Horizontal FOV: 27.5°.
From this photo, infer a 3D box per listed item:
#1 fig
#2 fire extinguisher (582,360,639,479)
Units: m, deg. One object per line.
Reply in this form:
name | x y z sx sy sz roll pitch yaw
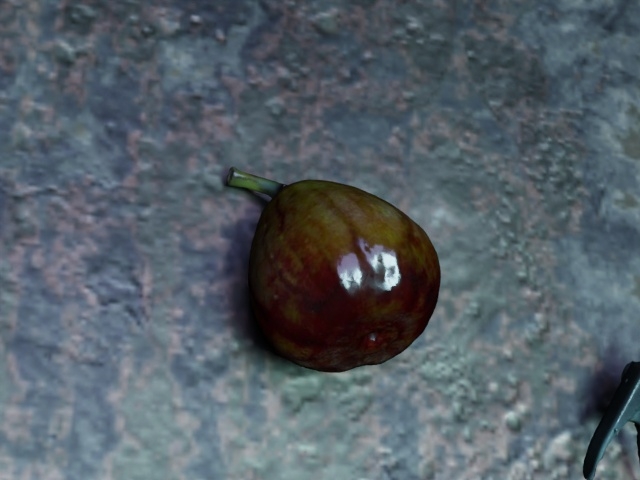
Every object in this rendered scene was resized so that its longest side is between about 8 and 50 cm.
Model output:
fig | 0.000 0.000 0.615 0.089 0.089 0.125 -16 53 -20
fire extinguisher | 0.240 0.084 0.649 0.231 0.071 0.099 -1 97 -15
